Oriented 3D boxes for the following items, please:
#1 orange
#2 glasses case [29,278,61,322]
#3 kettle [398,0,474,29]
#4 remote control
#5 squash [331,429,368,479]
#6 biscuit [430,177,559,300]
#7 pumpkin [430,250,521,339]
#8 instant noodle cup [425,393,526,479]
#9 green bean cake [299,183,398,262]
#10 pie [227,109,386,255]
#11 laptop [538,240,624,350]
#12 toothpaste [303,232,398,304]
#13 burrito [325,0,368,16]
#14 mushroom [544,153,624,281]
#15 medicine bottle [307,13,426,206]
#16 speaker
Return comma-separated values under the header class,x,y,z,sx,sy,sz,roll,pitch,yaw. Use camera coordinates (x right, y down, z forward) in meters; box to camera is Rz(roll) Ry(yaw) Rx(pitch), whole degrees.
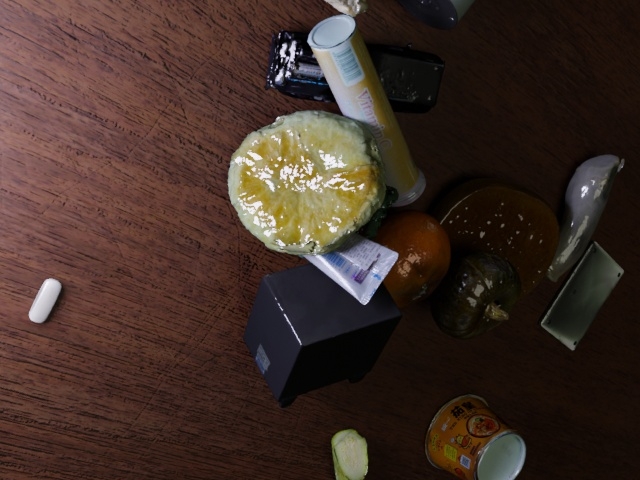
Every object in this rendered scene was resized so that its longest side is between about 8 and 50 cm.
class,x,y,z,sx,sy,sz,roll,pitch,yaw
orange,0.174,0.041,1.803,0.224,0.170,0.224,-29,152,-17
glasses case,-0.489,0.107,1.519,0.032,0.021,0.083,25,93,-37
kettle,0.254,-0.568,1.651,0.236,0.161,0.221,-51,130,-9
remote control,0.083,-0.333,1.694,0.399,0.062,0.144,1,108,-32
squash,0.073,0.547,2.008,0.090,0.075,0.200,-37,129,-47
biscuit,0.387,0.024,2.016,0.394,0.070,0.350,23,101,-36
pumpkin,0.351,0.129,1.890,0.219,0.162,0.218,-28,143,-23
instant noodle cup,0.396,0.516,2.140,0.216,0.172,0.215,-11,112,-29
green bean cake,0.050,-0.036,1.707,0.107,0.193,0.208,5,106,-39
pie,-0.024,-0.108,1.589,0.306,0.306,0.071,-57,161,-2
laptop,0.706,0.152,2.299,0.188,0.015,0.269,35,87,-36
toothpaste,0.000,0.000,1.625,0.114,0.299,0.073,-54,157,-7
burrito,-0.010,-0.541,1.536,0.348,0.107,0.175,21,80,-38
mushroom,0.647,-0.056,2.137,0.109,0.097,0.351,15,102,-35
medicine bottle,0.098,-0.241,1.648,0.108,0.108,0.426,-42,137,-12
speaker,-0.003,0.172,1.696,0.232,0.184,0.254,-14,148,-26
